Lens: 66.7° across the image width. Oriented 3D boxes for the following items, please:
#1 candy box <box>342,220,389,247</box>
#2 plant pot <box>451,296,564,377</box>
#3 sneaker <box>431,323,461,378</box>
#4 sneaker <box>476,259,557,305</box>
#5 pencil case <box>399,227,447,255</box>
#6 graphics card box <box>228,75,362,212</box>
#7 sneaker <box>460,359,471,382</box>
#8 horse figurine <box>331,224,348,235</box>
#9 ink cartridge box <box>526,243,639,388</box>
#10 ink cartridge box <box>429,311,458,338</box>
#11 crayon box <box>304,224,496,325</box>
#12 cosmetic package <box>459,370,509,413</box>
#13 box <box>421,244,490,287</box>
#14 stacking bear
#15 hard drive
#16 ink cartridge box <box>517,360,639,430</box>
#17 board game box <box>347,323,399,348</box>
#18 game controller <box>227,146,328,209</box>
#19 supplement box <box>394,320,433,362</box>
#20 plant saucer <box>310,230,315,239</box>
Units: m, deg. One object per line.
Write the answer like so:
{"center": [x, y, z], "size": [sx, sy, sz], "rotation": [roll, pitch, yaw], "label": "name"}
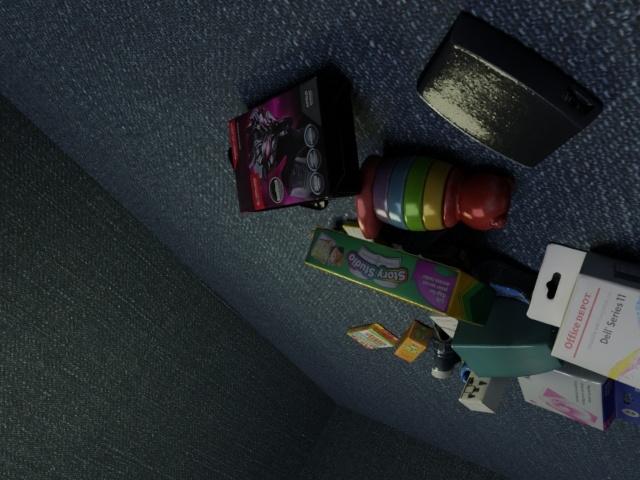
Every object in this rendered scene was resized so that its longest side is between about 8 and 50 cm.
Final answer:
{"center": [0.154, 0.021, 1.410], "size": [0.105, 0.027, 0.206], "rotation": [6, 145, 44], "label": "candy box"}
{"center": [0.502, 0.252, 1.269], "size": [0.234, 0.166, 0.165], "rotation": [-11, 132, 45], "label": "plant pot"}
{"center": [0.425, 0.345, 1.623], "size": [0.086, 0.164, 0.226], "rotation": [3, -174, 21], "label": "sneaker"}
{"center": [0.469, 0.103, 1.153], "size": [0.209, 0.069, 0.082], "rotation": [26, -177, 1], "label": "sneaker"}
{"center": [0.248, -0.016, 1.184], "size": [0.070, 0.065, 0.152], "rotation": [17, 155, -4], "label": "pencil case"}
{"center": [-0.072, -0.190, 1.068], "size": [0.370, 0.094, 0.233], "rotation": [-2, 94, 52], "label": "graphics card box"}
{"center": [0.505, 0.436, 1.634], "size": [0.091, 0.126, 0.240], "rotation": [19, 152, 28], "label": "sneaker"}
{"center": [0.048, 0.047, 1.518], "size": [0.174, 0.066, 0.263], "rotation": [31, 159, -15], "label": "horse figurine"}
{"center": [0.586, 0.157, 0.934], "size": [0.353, 0.119, 0.207], "rotation": [19, 121, 29], "label": "ink cartridge box"}
{"center": [0.407, 0.238, 1.465], "size": [0.180, 0.060, 0.104], "rotation": [43, 155, -20], "label": "ink cartridge box"}
{"center": [0.196, 0.086, 1.159], "size": [0.362, 0.106, 0.313], "rotation": [18, 176, 34], "label": "crayon box"}
{"center": [0.489, 0.367, 1.388], "size": [0.060, 0.239, 0.099], "rotation": [39, 155, -13], "label": "cosmetic package"}
{"center": [0.361, 0.090, 1.276], "size": [0.114, 0.036, 0.207], "rotation": [2, 141, 49], "label": "box"}
{"center": [0.231, -0.087, 0.979], "size": [0.288, 0.176, 0.164], "rotation": [9, 154, 26], "label": "stacking bear"}
{"center": [0.282, -0.222, 0.772], "size": [0.254, 0.054, 0.172], "rotation": [33, 156, -1], "label": "hard drive"}
{"center": [0.751, 0.442, 1.422], "size": [0.329, 0.071, 0.324], "rotation": [13, 148, 40], "label": "ink cartridge box"}
{"center": [0.218, 0.403, 2.038], "size": [0.124, 0.039, 0.259], "rotation": [37, 153, -9], "label": "board game box"}
{"center": [-0.120, -0.175, 1.332], "size": [0.319, 0.067, 0.167], "rotation": [16, 151, 32], "label": "game controller"}
{"center": [0.338, 0.373, 1.779], "size": [0.078, 0.080, 0.233], "rotation": [26, 153, 10], "label": "supplement box"}
{"center": [0.000, 0.000, 1.573], "size": [0.083, 0.015, 0.083], "rotation": [27, 155, 13], "label": "plant saucer"}
